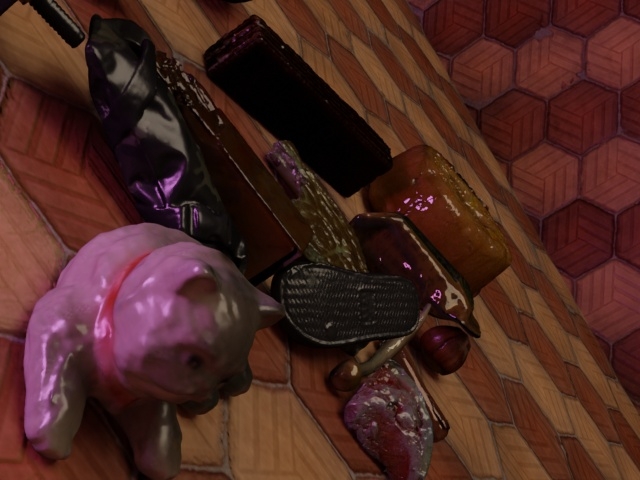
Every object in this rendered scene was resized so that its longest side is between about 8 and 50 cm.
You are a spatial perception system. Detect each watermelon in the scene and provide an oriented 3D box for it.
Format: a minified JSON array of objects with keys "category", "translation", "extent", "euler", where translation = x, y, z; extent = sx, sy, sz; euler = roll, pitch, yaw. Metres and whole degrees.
[{"category":"watermelon","translation":[0.090,0.231,1.329],"extent":[0.139,0.071,0.187],"euler":[21,46,-43]}]

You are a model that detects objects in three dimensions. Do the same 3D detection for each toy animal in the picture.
[{"category":"toy animal","translation":[-0.111,0.073,0.953],"extent":[0.308,0.188,0.266],"euler":[31,22,-44]}]

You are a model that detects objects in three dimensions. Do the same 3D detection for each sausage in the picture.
[{"category":"sausage","translation":[0.132,0.211,1.517],"extent":[0.176,0.040,0.047],"euler":[61,20,16]}]

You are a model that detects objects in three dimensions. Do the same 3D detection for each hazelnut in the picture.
[{"category":"hazelnut","translation":[0.202,0.174,1.682],"extent":[0.086,0.086,0.086],"euler":[47,21,-25]}]

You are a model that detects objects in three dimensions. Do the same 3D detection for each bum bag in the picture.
[{"category":"bum bag","translation":[-0.175,-0.088,1.149],"extent":[0.144,0.095,0.340],"euler":[-59,128,-69]}]

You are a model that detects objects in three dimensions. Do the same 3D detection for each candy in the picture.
[{"category":"candy","translation":[0.162,0.055,1.681],"extent":[0.271,0.101,0.143],"euler":[44,14,10]}]

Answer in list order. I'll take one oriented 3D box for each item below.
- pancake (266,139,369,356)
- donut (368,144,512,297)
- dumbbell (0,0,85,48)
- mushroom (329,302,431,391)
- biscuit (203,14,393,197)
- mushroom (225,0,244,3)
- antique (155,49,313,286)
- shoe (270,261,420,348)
[{"category":"pancake","translation":[-0.004,0.003,1.511],"extent":[0.197,0.054,0.376],"euler":[36,25,-48]},{"category":"donut","translation":[0.223,-0.031,1.963],"extent":[0.299,0.150,0.317],"euler":[58,19,13]},{"category":"dumbbell","translation":[-0.352,-0.317,1.031],"extent":[0.325,0.143,0.143],"euler":[48,21,-23]},{"category":"mushroom","translation":[0.085,0.152,1.445],"extent":[0.043,0.068,0.306],"euler":[59,28,3]},{"category":"biscuit","translation":[-0.024,-0.207,1.702],"extent":[0.388,0.107,0.073],"euler":[39,26,-42]},{"category":"mushroom","translation":[-0.194,-0.577,1.801],"extent":[0.345,0.260,0.345],"euler":[-10,90,-87]},{"category":"antique","translation":[-0.140,-0.093,1.264],"extent":[0.310,0.093,0.087],"euler":[53,19,-8]},{"category":"shoe","translation":[0.020,0.087,1.363],"extent":[0.241,0.093,0.108],"euler":[5,82,-39]}]
